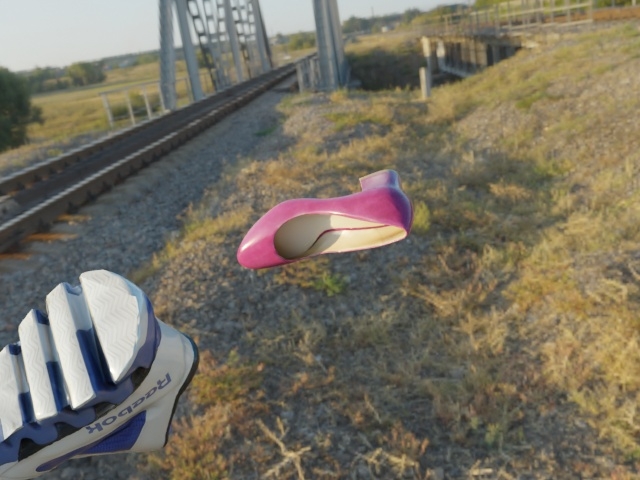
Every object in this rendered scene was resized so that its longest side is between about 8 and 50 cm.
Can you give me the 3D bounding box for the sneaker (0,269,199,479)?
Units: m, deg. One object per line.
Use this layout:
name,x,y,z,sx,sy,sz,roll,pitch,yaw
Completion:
sneaker,-0.231,0.159,0.579,0.315,0.182,0.127,-30,58,11

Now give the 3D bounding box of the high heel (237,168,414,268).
high heel,0.000,0.000,0.811,0.244,0.082,0.117,-20,34,13
